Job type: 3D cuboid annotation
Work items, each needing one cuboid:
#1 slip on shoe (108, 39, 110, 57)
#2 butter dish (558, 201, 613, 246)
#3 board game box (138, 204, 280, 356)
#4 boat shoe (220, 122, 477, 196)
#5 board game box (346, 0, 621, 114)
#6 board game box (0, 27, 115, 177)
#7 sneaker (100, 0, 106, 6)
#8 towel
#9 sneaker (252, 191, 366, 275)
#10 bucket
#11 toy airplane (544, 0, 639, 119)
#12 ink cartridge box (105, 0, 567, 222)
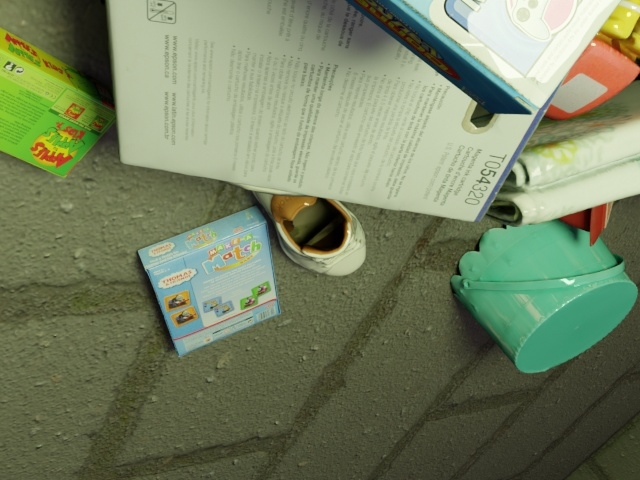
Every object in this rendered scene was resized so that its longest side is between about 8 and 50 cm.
[{"bbox_3d":[-0.167,-0.164,0.732,0.051,0.041,0.135,5,125,8],"label":"slip on shoe"},{"bbox_3d":[0.389,-0.097,1.174,0.160,0.118,0.160,-65,152,-26],"label":"butter dish"},{"bbox_3d":[-0.140,0.059,1.025,0.160,0.039,0.211,-22,145,-14],"label":"board game box"},{"bbox_3d":[-0.001,-0.084,0.769,0.320,0.116,0.099,5,164,-6],"label":"boat shoe"},{"bbox_3d":[0.069,-0.273,0.371,0.302,0.086,0.308,36,95,-8],"label":"board game box"},{"bbox_3d":[-0.280,-0.131,0.683,0.092,0.043,0.181,-43,143,17],"label":"board game box"},{"bbox_3d":[-0.166,-0.224,0.609,0.272,0.100,0.108,-1,140,-36],"label":"sneaker"},{"bbox_3d":[0.323,-0.117,0.919,0.375,0.320,0.090,-18,106,-11],"label":"towel"},{"bbox_3d":[0.000,0.000,0.987,0.106,0.123,0.290,-37,146,5],"label":"sneaker"},{"bbox_3d":[0.389,0.084,1.326,0.281,0.183,0.281,-20,143,-16],"label":"bucket"},{"bbox_3d":[0.363,-0.316,0.734,0.386,0.272,0.384,-16,125,1],"label":"toy airplane"},{"bbox_3d":[0.011,-0.152,0.569,0.330,0.071,0.324,8,145,-6],"label":"ink cartridge box"}]
